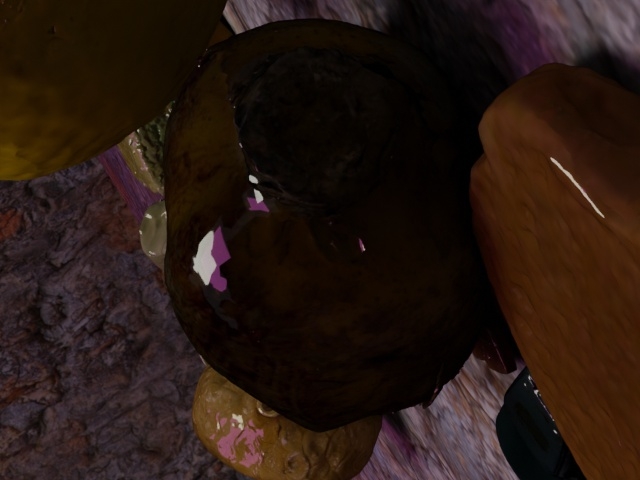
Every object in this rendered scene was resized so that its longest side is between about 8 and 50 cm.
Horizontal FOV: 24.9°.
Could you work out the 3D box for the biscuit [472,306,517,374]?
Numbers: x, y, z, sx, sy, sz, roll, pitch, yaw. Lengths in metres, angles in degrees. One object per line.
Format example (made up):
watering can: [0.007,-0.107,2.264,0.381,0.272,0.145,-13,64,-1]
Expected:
biscuit: [0.103,0.053,0.957,0.092,0.016,0.082,50,162,40]

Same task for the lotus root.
lotus root: [0.000,0.000,0.815,0.397,0.179,0.195,85,166,-73]

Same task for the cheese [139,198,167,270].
cheese: [-0.089,0.000,1.485,0.163,0.082,0.286,23,168,-15]

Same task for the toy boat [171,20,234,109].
toy boat: [-0.143,-0.170,1.270,0.229,0.088,0.089,36,162,51]

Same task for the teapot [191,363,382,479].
teapot: [-0.027,0.155,1.563,0.203,0.167,0.311,16,-168,7]

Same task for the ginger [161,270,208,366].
ginger: [-0.097,0.108,1.859,0.275,0.130,0.221,59,-179,-5]

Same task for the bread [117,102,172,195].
bread: [-0.179,-0.153,1.525,0.196,0.102,0.138,66,166,-20]

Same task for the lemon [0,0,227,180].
lemon: [-0.223,-0.202,0.904,0.349,0.350,0.387,58,-170,5]

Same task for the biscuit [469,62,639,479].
biscuit: [0.175,0.093,0.585,0.351,0.057,0.312,50,167,50]

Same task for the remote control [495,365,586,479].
remote control: [0.138,0.108,0.862,0.072,0.042,0.222,59,171,18]
